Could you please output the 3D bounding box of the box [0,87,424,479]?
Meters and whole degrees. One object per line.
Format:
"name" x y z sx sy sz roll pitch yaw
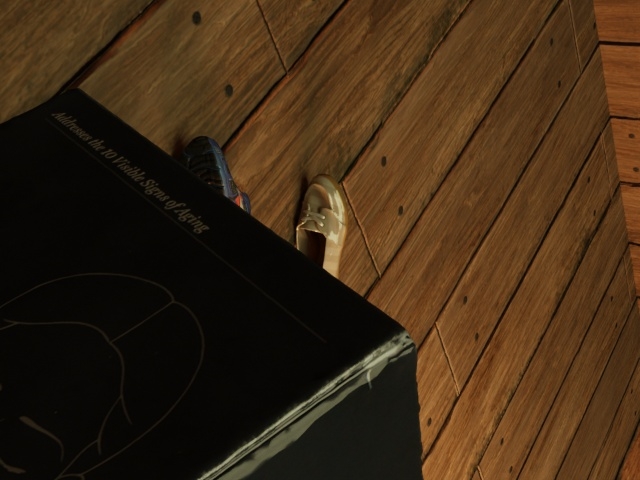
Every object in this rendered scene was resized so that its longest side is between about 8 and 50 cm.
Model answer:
"box" -0.247 0.169 0.826 0.471 0.480 0.297 -34 138 -24

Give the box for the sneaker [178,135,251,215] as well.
"sneaker" -0.146 -0.057 1.446 0.087 0.083 0.221 -63 150 -46

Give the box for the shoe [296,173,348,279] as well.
"shoe" 0.000 0.000 1.662 0.058 0.076 0.219 -28 123 -55
